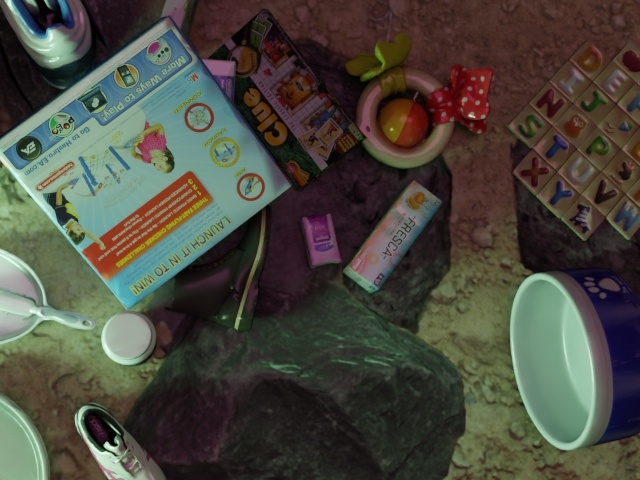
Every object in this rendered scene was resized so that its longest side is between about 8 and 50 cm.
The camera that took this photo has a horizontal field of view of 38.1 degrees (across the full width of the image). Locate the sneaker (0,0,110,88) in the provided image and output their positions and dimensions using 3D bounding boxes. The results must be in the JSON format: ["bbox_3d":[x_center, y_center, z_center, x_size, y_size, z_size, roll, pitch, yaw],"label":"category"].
[{"bbox_3d":[-0.426,-0.393,1.367,0.130,0.236,0.322,-24,85,-13],"label":"sneaker"}]

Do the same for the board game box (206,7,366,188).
[{"bbox_3d":[-0.058,-0.224,1.476,0.136,0.030,0.259,-39,88,18],"label":"board game box"}]

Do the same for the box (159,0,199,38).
[{"bbox_3d":[-0.213,-0.380,1.448,0.038,0.145,0.186,17,77,-6],"label":"box"}]

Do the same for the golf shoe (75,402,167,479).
[{"bbox_3d":[-0.290,0.315,1.344,0.067,0.086,0.186,-43,90,-15],"label":"golf shoe"}]

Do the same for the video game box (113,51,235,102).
[{"bbox_3d":[-0.229,-0.183,1.434,0.187,0.048,0.205,3,97,-7],"label":"video game box"}]

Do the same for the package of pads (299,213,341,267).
[{"bbox_3d":[0.000,0.000,1.474,0.050,0.032,0.083,-10,82,-14],"label":"package of pads"}]

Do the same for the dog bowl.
[{"bbox_3d":[0.387,0.173,1.389,0.104,0.265,0.264,-7,81,-13],"label":"dog bowl"}]

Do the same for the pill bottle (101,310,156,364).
[{"bbox_3d":[-0.277,0.143,1.349,0.078,0.137,0.078,2,80,-9],"label":"pill bottle"}]

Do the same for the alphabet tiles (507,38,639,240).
[{"bbox_3d":[0.496,-0.177,1.599,0.285,0.011,0.342,43,76,0],"label":"alphabet tiles"}]

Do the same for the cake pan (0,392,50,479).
[{"bbox_3d":[-0.532,0.345,1.314,0.293,0.054,0.293,2,80,-9],"label":"cake pan"}]

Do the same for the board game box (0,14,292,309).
[{"bbox_3d":[-0.253,-0.113,1.349,0.308,0.086,0.302,-37,109,-4],"label":"board game box"}]

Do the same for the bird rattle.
[{"bbox_3d":[0.152,-0.216,1.517,0.254,0.143,0.206,25,88,-17],"label":"bird rattle"}]

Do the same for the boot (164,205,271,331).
[{"bbox_3d":[-0.153,0.030,1.426,0.137,0.077,0.197,12,77,-2],"label":"boot"}]

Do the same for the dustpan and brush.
[{"bbox_3d":[-0.434,0.099,1.370,0.211,0.060,0.147,17,78,-6],"label":"dustpan and brush"}]

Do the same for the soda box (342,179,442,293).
[{"bbox_3d":[0.115,-0.006,1.481,0.063,0.058,0.183,38,77,-1],"label":"soda box"}]

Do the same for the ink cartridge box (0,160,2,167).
[{"bbox_3d":[-0.659,-0.219,1.300,0.385,0.160,0.279,-3,101,-10],"label":"ink cartridge box"}]
